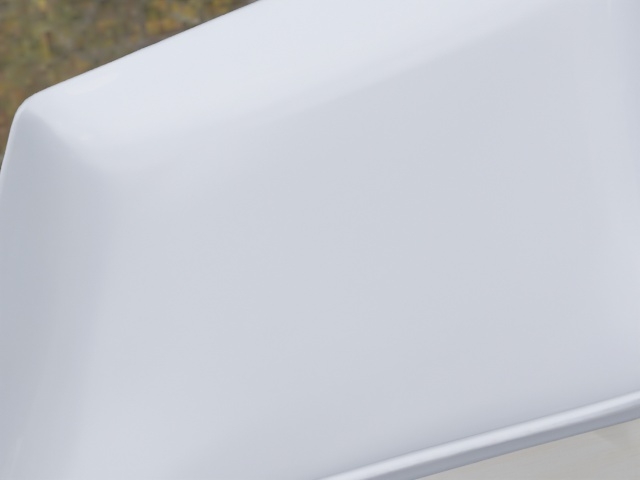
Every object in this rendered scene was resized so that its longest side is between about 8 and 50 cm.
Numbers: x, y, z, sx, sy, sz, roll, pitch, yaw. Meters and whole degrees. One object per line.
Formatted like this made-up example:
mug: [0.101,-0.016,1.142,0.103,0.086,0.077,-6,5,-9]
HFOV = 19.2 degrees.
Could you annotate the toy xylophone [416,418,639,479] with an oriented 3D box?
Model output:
toy xylophone: [0.128,0.163,0.765,0.081,0.323,0.236,62,-152,-49]

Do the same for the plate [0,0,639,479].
plate: [0.000,0.000,0.659,0.045,0.278,0.277,57,-157,-35]
